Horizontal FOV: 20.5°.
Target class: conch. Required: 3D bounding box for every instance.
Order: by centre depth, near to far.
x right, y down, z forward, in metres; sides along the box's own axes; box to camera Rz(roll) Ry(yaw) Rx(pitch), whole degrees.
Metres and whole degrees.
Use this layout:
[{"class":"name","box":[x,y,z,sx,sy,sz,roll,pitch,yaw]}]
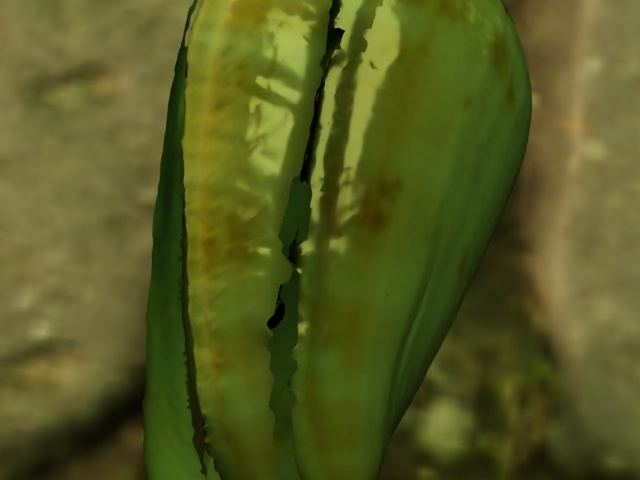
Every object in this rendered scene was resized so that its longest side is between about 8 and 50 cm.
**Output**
[{"class":"conch","box":[0.000,0.000,0.358,0.079,0.106,0.170,7,66,5]}]
